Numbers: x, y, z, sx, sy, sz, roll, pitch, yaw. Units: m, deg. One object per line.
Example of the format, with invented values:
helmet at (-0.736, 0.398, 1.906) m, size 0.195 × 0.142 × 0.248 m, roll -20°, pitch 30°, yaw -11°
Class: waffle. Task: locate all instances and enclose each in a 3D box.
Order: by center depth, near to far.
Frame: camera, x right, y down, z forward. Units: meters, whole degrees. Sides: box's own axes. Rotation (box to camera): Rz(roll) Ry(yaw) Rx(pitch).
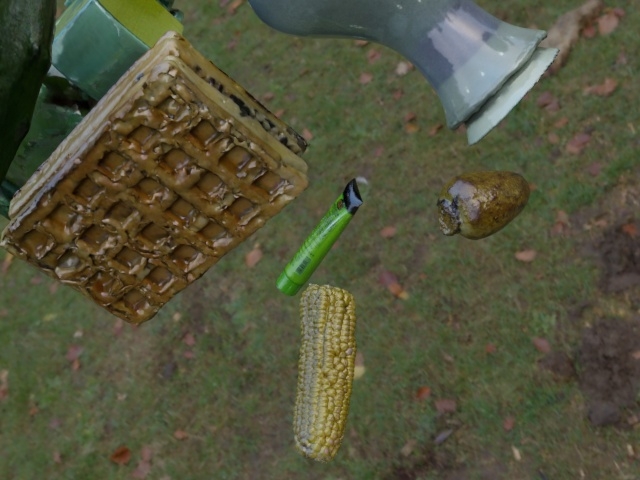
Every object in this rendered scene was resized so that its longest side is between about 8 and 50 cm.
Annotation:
waffle at (-0.186, -0.052, 0.971) m, size 0.308 × 0.213 × 0.091 m, roll -38°, pitch 31°, yaw 25°

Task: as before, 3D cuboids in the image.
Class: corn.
corn at (0.005, 0.205, 1.380) m, size 0.101 × 0.101 × 0.291 m, roll -11°, pitch 58°, yaw 29°

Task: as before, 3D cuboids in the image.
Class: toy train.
toy train at (-0.323, -0.197, 1.110) m, size 0.397 × 0.160 × 0.253 m, roll -39°, pitch 28°, yaw 22°

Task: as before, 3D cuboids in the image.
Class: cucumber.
cucumber at (-0.337, -0.180, 0.814) m, size 0.145 × 0.105 × 0.325 m, roll 14°, pitch 72°, yaw 3°

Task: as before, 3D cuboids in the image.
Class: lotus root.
lotus root at (0.272, -0.068, 1.387) m, size 0.191 × 0.094 × 0.108 m, roll -24°, pitch 76°, yaw -27°

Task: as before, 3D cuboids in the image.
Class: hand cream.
hand cream at (0.000, 0.000, 0.763) m, size 0.122 × 0.023 × 0.036 m, roll -55°, pitch 28°, yaw 29°

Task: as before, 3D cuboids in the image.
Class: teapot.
teapot at (0.067, -0.199, 0.711) m, size 0.183 × 0.251 × 0.183 m, roll -48°, pitch 3°, yaw 3°
